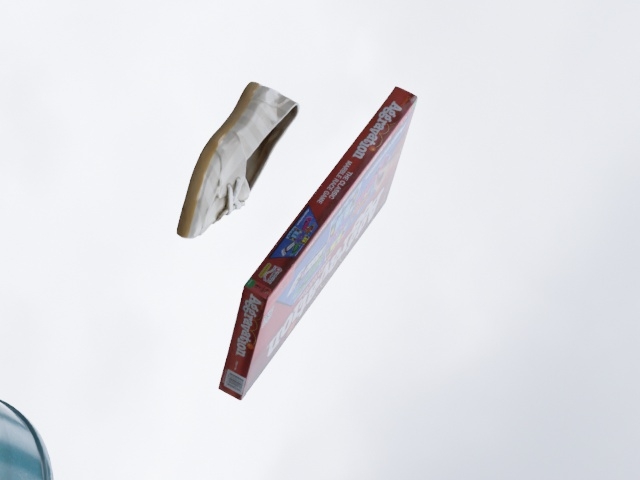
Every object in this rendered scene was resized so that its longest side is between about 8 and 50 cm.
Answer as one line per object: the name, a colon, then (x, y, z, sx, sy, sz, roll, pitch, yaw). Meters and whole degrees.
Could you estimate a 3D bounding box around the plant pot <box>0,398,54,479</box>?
plant pot: (-0.381, 0.178, 1.456, 0.271, 0.255, 0.272, -18, -130, 23)

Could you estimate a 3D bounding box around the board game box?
board game box: (0.000, 0.000, 1.707, 0.281, 0.027, 0.145, -54, 168, -39)

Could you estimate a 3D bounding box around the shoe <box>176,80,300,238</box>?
shoe: (-0.085, -0.081, 2.025, 0.076, 0.058, 0.219, 100, 14, -51)
